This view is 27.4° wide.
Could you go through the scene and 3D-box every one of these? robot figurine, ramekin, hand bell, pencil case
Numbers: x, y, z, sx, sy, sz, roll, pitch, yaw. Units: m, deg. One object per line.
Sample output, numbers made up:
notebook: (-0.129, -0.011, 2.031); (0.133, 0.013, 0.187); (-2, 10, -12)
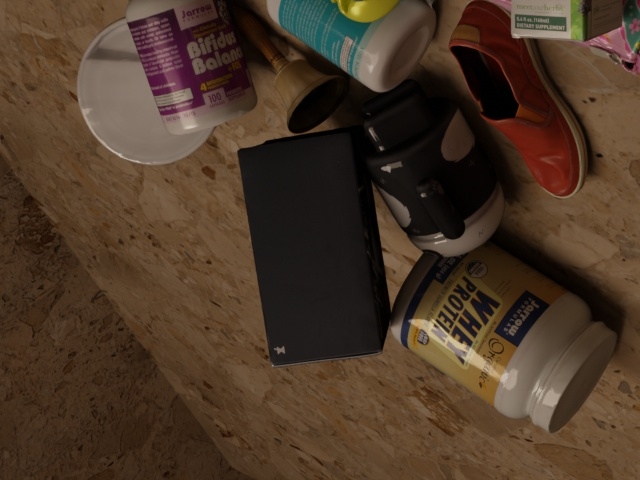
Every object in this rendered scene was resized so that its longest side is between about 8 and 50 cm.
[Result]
robot figurine: (0.165, -0.103, 2.001); (0.173, 0.209, 0.278); (-5, 127, 45)
ramekin: (-0.297, -0.283, 2.385); (0.273, 0.273, 0.127); (48, -165, -9)
hand bell: (-0.077, -0.305, 2.190); (0.242, 0.126, 0.126); (49, 160, 19)
pencil case: (0.297, -0.290, 1.541); (0.284, 0.124, 0.124); (33, 155, 28)

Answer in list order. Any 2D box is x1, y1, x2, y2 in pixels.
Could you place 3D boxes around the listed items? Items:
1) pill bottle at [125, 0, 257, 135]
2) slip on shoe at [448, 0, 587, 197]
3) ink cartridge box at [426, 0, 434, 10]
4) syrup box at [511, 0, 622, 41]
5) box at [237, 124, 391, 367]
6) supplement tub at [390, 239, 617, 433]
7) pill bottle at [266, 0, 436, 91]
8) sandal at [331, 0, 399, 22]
pill bottle: (-0.228, -0.342, 2.207); (0.169, 0.169, 0.302); (3, 116, 58)
slip on shoe: (0.267, -0.181, 1.799); (0.123, 0.101, 0.331); (13, 143, 49)
ink cartridge box: (0.106, -0.395, 1.685); (0.189, 0.066, 0.232); (56, -167, 1)
syrup box: (0.264, -0.340, 1.409); (0.093, 0.096, 0.237); (11, 114, 38)
box: (0.000, 0.000, 2.107); (0.312, 0.178, 0.343); (-50, -48, -80)
supplement tub: (0.297, 0.147, 2.136); (0.316, 0.228, 0.228); (33, 155, 24)
pill bottle: (0.024, -0.337, 1.879); (0.264, 0.146, 0.146); (36, 156, 17)
sandal: (-0.017, -0.430, 1.765); (0.317, 0.126, 0.138); (39, 176, 26)
